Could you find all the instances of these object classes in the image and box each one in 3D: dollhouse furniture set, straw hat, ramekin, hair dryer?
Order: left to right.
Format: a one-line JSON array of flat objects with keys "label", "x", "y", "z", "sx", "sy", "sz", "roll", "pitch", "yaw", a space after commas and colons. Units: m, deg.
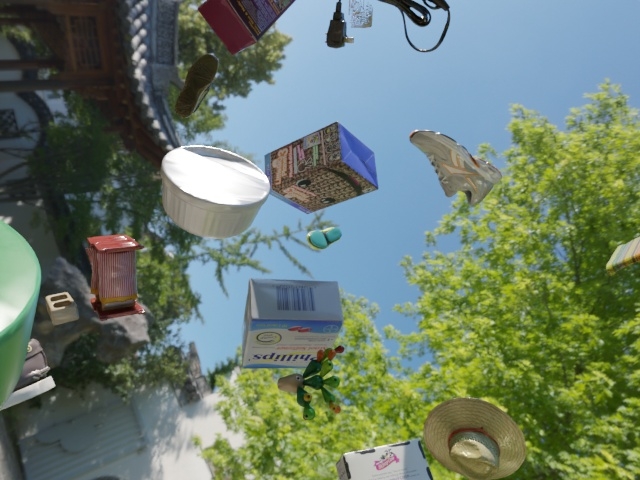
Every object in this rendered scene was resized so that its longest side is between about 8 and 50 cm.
[{"label": "dollhouse furniture set", "x": -0.667, "y": 0.113, "z": 1.212, "sx": 0.152, "sy": 0.373, "sz": 0.202, "roll": 20, "pitch": -68, "yaw": 50}, {"label": "ramekin", "x": -0.272, "y": -0.118, "z": 1.179, "sx": 0.273, "sy": 0.272, "sz": 0.127, "roll": 50, "pitch": -49, "yaw": 34}, {"label": "hair dryer", "x": 0.108, "y": -0.478, "z": 0.806, "sx": 0.080, "sy": 0.223, "sz": 0.294, "roll": -117, "pitch": -157, "yaw": -72}, {"label": "straw hat", "x": 0.213, "y": 0.295, "z": 0.644, "sx": 0.144, "sy": 0.061, "sz": 0.145, "roll": 5, "pitch": -71, "yaw": 16}]

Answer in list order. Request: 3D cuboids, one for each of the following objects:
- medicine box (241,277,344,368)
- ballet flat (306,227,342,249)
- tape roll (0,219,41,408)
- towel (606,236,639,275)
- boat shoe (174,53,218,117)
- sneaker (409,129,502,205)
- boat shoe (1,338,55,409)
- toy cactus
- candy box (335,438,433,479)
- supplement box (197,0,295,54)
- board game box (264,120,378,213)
[{"label": "medicine box", "x": -0.095, "y": 0.256, "z": 1.398, "sx": 0.289, "sy": 0.263, "sz": 0.149, "roll": 106, "pitch": -18, "yaw": -46}, {"label": "ballet flat", "x": 0.000, "y": 0.000, "z": 1.781, "sx": 0.077, "sy": 0.231, "sz": 0.077, "roll": -27, "pitch": -95, "yaw": 33}, {"label": "tape roll", "x": -0.351, "y": 0.036, "z": 0.268, "sx": 0.321, "sy": 0.321, "sz": 0.077, "roll": 38, "pitch": -66, "yaw": 43}, {"label": "towel", "x": 0.494, "y": -0.020, "z": 0.598, "sx": 0.237, "sy": 0.102, "sz": 0.021, "roll": -39, "pitch": -99, "yaw": 45}, {"label": "boat shoe", "x": -0.408, "y": -0.506, "z": 1.533, "sx": 0.224, "sy": 0.080, "sz": 0.073, "roll": -61, "pitch": -166, "yaw": 4}, {"label": "sneaker", "x": 0.324, "y": -0.178, "z": 1.169, "sx": 0.121, "sy": 0.262, "sz": 0.099, "roll": -59, "pitch": -171, "yaw": 8}, {"label": "boat shoe", "x": -0.596, "y": 0.247, "z": 0.713, "sx": 0.116, "sy": 0.324, "sz": 0.097, "roll": -23, "pitch": -96, "yaw": 48}, {"label": "toy cactus", "x": -0.023, "y": 0.370, "z": 1.208, "sx": 0.180, "sy": 0.219, "sz": 0.112, "roll": -12, "pitch": -48, "yaw": 28}, {"label": "candy box", "x": 0.134, "y": 0.488, "z": 0.815, "sx": 0.071, "sy": 0.159, "sz": 0.234, "roll": 108, "pitch": -26, "yaw": -48}, {"label": "supplement box", "x": -0.131, "y": -0.459, "z": 0.891, "sx": 0.080, "sy": 0.188, "sz": 0.104, "roll": -5, "pitch": -45, "yaw": 44}, {"label": "board game box", "x": 0.002, "y": -0.222, "z": 1.505, "sx": 0.290, "sy": 0.232, "sz": 0.141, "roll": -17, "pitch": -115, "yaw": 31}]
